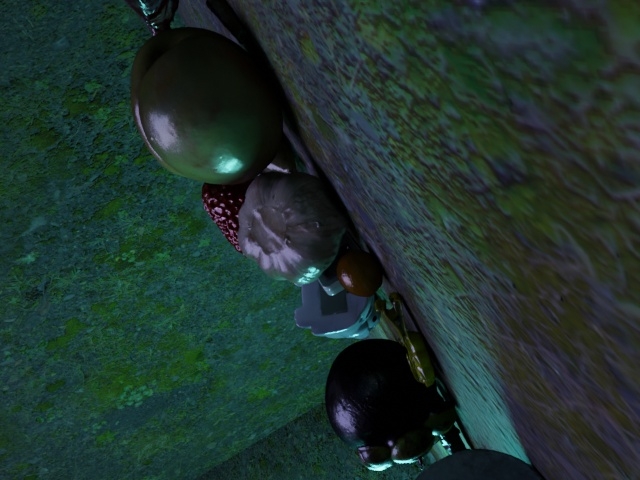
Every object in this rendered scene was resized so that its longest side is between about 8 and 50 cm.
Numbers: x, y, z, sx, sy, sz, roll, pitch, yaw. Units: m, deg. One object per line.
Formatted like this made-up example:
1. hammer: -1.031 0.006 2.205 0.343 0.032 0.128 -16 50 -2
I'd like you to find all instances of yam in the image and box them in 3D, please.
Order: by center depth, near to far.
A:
1. yam: -0.150 -0.368 0.945 0.129 0.033 0.027 53 147 31

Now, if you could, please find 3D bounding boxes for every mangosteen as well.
1. mangosteen: 0.125 0.306 1.064 0.242 0.243 0.243 60 177 6

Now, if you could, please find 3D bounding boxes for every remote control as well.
1. remote control: 0.009 0.007 1.145 0.034 0.103 0.250 59 179 -41

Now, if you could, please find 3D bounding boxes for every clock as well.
1. clock: 0.054 0.142 1.261 0.188 0.189 0.254 58 -178 26

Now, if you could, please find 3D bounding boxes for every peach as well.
1. peach: -0.194 -0.229 1.001 0.292 0.247 0.292 35 171 6

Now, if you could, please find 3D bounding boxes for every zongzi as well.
1. zongzi: -0.132 -0.216 1.250 0.194 0.099 0.197 44 179 -20

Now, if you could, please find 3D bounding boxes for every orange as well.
1. orange: 0.068 0.056 0.968 0.085 0.085 0.085 60 177 6

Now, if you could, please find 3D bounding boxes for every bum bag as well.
1. bum bag: 0.268 0.393 1.145 0.197 0.049 0.087 60 -159 -19

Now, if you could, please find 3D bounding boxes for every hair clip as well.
1. hair clip: 0.148 0.168 0.950 0.173 0.046 0.072 62 -174 -11

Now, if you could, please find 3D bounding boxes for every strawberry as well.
1. strawberry: -0.164 -0.073 1.320 0.245 0.205 0.205 32 172 8

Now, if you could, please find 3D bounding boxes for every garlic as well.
1. garlic: -0.029 -0.033 1.074 0.212 0.219 0.218 -19 -104 -55

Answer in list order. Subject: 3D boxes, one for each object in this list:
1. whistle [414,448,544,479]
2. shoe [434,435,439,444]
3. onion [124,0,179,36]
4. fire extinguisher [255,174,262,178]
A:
1. whistle: 0.225 0.404 0.617 0.168 0.188 0.404 62 176 -26
2. shoe: 0.212 0.416 1.531 0.291 0.114 0.137 54 179 38
3. onion: -0.343 -0.554 1.108 0.348 0.159 0.267 54 -168 -29
4. fire extinguisher: -0.120 -0.150 1.468 0.102 0.138 0.343 -43 72 41
